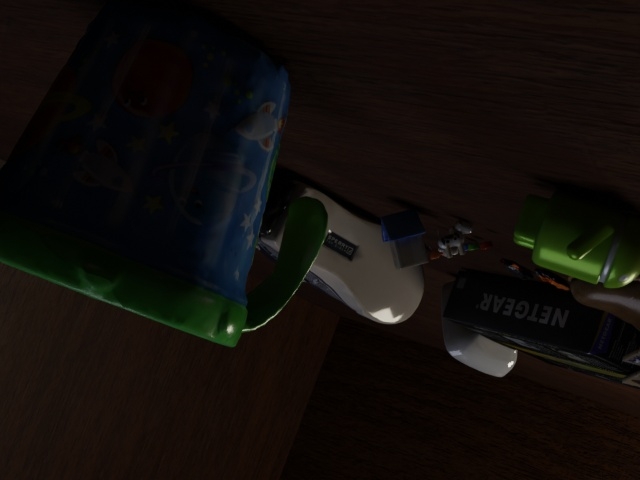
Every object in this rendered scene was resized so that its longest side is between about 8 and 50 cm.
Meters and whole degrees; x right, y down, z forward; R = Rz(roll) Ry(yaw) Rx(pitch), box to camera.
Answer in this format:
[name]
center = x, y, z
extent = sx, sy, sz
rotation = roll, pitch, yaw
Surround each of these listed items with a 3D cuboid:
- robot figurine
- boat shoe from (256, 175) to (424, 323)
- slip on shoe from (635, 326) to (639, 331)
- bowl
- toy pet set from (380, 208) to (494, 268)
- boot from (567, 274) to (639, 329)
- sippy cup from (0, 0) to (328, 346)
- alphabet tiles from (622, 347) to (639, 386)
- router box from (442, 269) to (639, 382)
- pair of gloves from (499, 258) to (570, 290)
[robot figurine]
center = 0.222, -0.001, 0.892
extent = 0.115, 0.067, 0.101
rotation = 19, 171, 12
[boat shoe]
center = 0.000, 0.000, 1.458
extent = 0.158, 0.127, 0.340
rotation = 24, 169, 45
[slip on shoe]
center = 0.418, 0.111, 1.317
extent = 0.135, 0.041, 0.051
rotation = 22, 173, -12
[bowl]
center = 0.258, 0.133, 1.679
extent = 0.142, 0.142, 0.053
rotation = 25, 140, -30
[toy pet set]
center = 0.132, -0.009, 1.253
extent = 0.114, 0.065, 0.122
rotation = -14, 179, -5
[boot]
center = 0.390, 0.110, 1.086
extent = 0.305, 0.115, 0.112
rotation = 21, 175, 8
[sippy cup]
center = -0.135, -0.059, 0.844
extent = 0.240, 0.224, 0.305
rotation = 20, 173, 17
[alphabet tiles]
center = 0.470, 0.156, 1.276
extent = 0.198, 0.009, 0.237
rotation = 14, 157, -8
[router box]
center = 0.363, 0.135, 1.512
extent = 0.243, 0.081, 0.309
rotation = 24, 173, -31
[pair of gloves]
center = 0.275, 0.046, 1.369
extent = 0.083, 0.010, 0.074
rotation = 17, 173, 36
